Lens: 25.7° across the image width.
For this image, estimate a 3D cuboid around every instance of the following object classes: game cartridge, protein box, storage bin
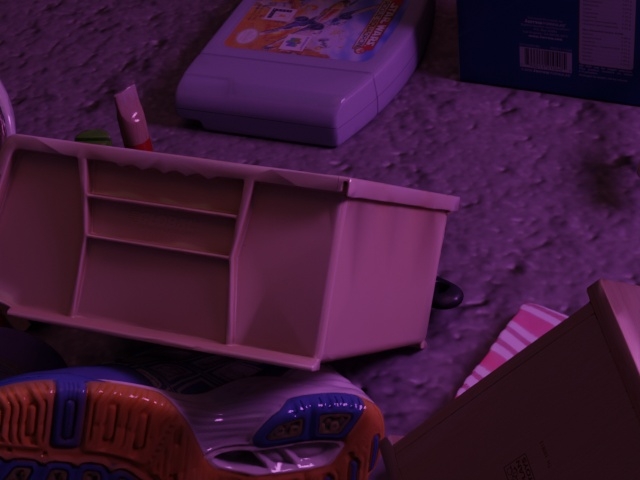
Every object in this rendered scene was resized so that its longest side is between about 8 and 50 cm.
[{"bbox_3d":[0.003,-0.204,1.413,0.198,0.062,0.297,6,40,23],"label":"game cartridge"},{"bbox_3d":[0.239,-0.256,1.316,0.199,0.201,0.136,11,42,22],"label":"protein box"},{"bbox_3d":[-0.066,0.004,1.004,0.260,0.123,0.262,9,3,20],"label":"storage bin"}]

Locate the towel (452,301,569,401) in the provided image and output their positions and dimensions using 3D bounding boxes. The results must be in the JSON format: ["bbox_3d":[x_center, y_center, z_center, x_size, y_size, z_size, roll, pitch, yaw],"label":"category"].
[{"bbox_3d":[0.167,0.121,1.000,0.144,0.029,0.197,19,46,28],"label":"towel"}]

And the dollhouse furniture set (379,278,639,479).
[{"bbox_3d":[0.238,0.189,0.859,0.303,0.198,0.286,10,51,-38],"label":"dollhouse furniture set"}]

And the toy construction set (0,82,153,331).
[{"bbox_3d":[-0.294,-0.070,1.149,0.308,0.237,0.257,-20,40,-15],"label":"toy construction set"}]

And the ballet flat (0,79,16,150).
[{"bbox_3d":[-0.432,-0.190,1.391,0.400,0.139,0.139,32,51,15],"label":"ballet flat"}]

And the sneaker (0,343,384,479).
[{"bbox_3d":[-0.109,0.123,0.954,0.296,0.112,0.131,6,22,-28],"label":"sneaker"}]

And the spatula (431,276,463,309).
[{"bbox_3d":[0.000,0.000,1.177,0.296,0.030,0.084,25,47,35],"label":"spatula"}]

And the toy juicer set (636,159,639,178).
[{"bbox_3d":[0.389,-0.052,1.147,0.329,0.089,0.209,29,70,35],"label":"toy juicer set"}]

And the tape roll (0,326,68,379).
[{"bbox_3d":[-0.259,0.152,0.995,0.188,0.080,0.189,-5,40,4],"label":"tape roll"}]
